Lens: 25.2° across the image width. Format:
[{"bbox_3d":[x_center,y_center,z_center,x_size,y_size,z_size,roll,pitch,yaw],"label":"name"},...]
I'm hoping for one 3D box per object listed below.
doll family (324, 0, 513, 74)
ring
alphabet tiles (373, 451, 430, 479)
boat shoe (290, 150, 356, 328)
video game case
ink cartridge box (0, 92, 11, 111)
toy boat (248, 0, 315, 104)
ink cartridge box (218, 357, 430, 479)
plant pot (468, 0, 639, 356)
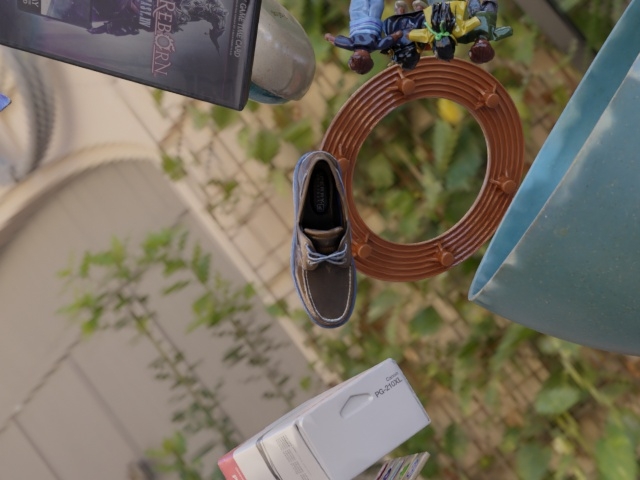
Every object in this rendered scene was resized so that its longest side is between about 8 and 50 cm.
[{"bbox_3d":[0.103,-0.222,1.516,0.193,0.111,0.076,-10,-34,23],"label":"doll family"},{"bbox_3d":[0.147,-0.093,2.008,0.336,0.336,0.032,-37,31,-8],"label":"ring"},{"bbox_3d":[0.031,0.328,1.503,0.237,0.009,0.198,-57,2,-15],"label":"alphabet tiles"},{"bbox_3d":[0.000,0.000,1.450,0.066,0.183,0.066,-9,1,-3],"label":"boat shoe"},{"bbox_3d":[-0.186,-0.231,1.265,0.026,0.274,0.196,-67,-9,-47],"label":"video game case"},{"bbox_3d":[-0.504,-0.136,1.644,0.224,0.223,0.045,-49,-34,-16],"label":"ink cartridge box"},{"bbox_3d":[-0.145,-0.290,1.856,0.148,0.318,0.267,-43,-10,14],"label":"toy boat"},{"bbox_3d":[0.002,0.254,1.809,0.172,0.100,0.237,-30,-3,-34],"label":"ink cartridge box"},{"bbox_3d":[0.247,-0.038,0.877,0.290,0.195,0.290,-59,-2,-4],"label":"plant pot"}]
